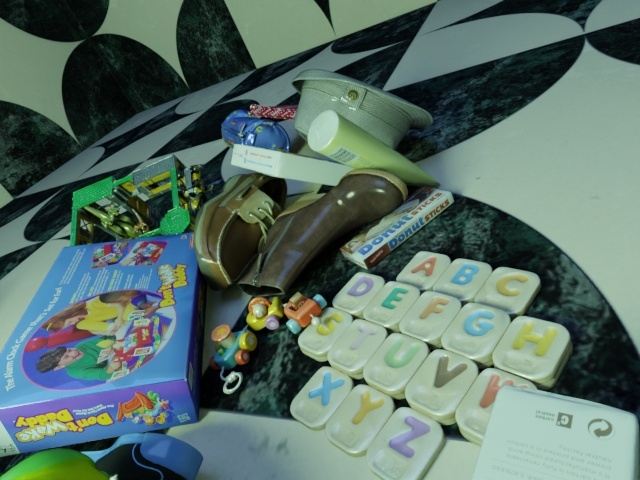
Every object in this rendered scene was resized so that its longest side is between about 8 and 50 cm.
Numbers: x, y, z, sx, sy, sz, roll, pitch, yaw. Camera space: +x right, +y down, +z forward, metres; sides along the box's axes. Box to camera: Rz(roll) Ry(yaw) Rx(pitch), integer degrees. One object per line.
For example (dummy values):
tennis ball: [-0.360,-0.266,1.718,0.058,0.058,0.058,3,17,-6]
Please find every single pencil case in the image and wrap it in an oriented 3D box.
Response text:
pencil case: [-0.180,-0.273,1.204,0.119,0.133,0.306,-63,29,9]

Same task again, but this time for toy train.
toy train: [-0.078,0.112,0.590,0.166,0.046,0.125,-39,23,-15]

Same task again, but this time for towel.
towel: [-0.014,-0.319,1.123,0.275,0.031,0.199,15,24,33]

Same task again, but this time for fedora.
fedora: [0.060,-0.212,0.865,0.244,0.276,0.124,-135,66,-82]

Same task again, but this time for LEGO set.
LEGO set: [-0.348,-0.017,0.950,0.331,0.192,0.254,-27,59,5]

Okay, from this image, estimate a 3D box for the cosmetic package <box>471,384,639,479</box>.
cosmetic package: [0.116,0.211,0.240,0.086,0.117,0.231,1,39,40]

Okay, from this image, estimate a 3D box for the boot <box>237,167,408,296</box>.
boot: [0.000,0.000,0.681,0.249,0.090,0.206,-10,40,48]

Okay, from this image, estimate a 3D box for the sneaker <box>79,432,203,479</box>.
sneaker: [-0.224,0.264,0.465,0.232,0.081,0.090,-21,33,23]

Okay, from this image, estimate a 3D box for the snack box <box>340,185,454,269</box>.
snack box: [0.117,-0.023,0.691,0.178,0.022,0.064,-36,30,-16]

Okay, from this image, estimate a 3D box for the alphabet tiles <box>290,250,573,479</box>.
alphabet tiles: [0.103,0.110,0.498,0.284,0.021,0.278,12,48,48]

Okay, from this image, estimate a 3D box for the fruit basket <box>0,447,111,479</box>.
fruit basket: [-0.213,0.267,0.206,0.392,0.282,0.391,0,52,0]

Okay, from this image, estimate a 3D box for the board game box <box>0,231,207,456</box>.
board game box: [-0.291,0.115,0.656,0.234,0.078,0.347,-7,31,-7]

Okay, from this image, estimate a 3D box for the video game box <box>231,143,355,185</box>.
video game box: [-0.034,-0.136,0.844,0.205,0.048,0.187,4,10,-36]

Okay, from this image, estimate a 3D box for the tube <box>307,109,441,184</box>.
tube: [0.085,-0.128,0.710,0.062,0.240,0.070,-45,48,27]

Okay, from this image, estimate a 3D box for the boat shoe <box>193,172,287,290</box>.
boat shoe: [-0.129,-0.043,0.820,0.120,0.122,0.324,-12,33,13]
